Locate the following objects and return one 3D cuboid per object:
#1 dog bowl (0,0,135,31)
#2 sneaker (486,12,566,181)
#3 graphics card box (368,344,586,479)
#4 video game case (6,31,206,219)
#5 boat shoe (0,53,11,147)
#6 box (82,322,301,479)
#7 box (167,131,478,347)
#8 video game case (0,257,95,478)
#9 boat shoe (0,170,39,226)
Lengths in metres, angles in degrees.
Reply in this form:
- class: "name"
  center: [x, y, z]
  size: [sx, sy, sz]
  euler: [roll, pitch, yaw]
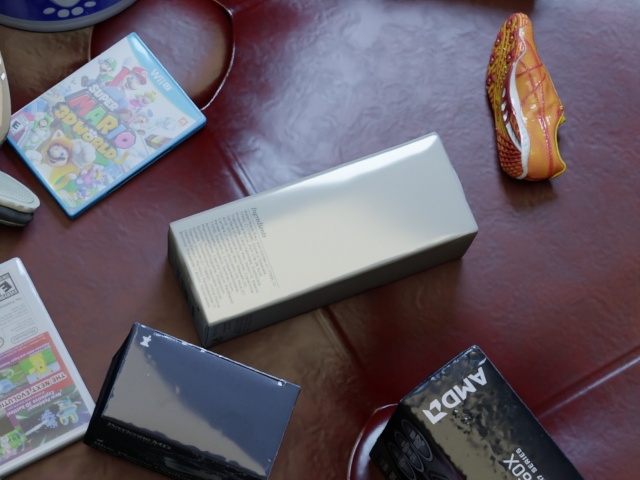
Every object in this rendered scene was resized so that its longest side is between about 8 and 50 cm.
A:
- class: "dog bowl"
  center: [-0.272, -0.346, 1.839]
  size: [0.265, 0.104, 0.265]
  euler: [1, 72, -5]
- class: "sneaker"
  center: [0.207, -0.141, 1.850]
  size: [0.067, 0.064, 0.175]
  euler: [2, 76, -26]
- class: "graphics card box"
  center: [0.197, 0.281, 1.612]
  size: [0.094, 0.233, 0.371]
  euler: [-35, 79, -14]
- class: "video game case"
  center: [-0.212, -0.113, 1.816]
  size: [0.166, 0.015, 0.119]
  euler: [-37, 79, -16]
- class: "boat shoe"
  center: [-0.374, -0.193, 1.785]
  size: [0.103, 0.092, 0.285]
  euler: [-31, 74, -9]
- class: "box"
  center: [-0.118, 0.155, 1.651]
  size: [0.156, 0.158, 0.093]
  euler: [22, 71, -7]
- class: "box"
  center: [0.000, 0.000, 1.758]
  size: [0.275, 0.094, 0.113]
  euler: [-18, 75, -11]
- class: "video game case"
  center: [-0.330, 0.137, 1.720]
  size: [0.201, 0.023, 0.183]
  euler: [-26, 76, -14]
- class: "boat shoe"
  center: [-0.383, -0.045, 1.758]
  size: [0.233, 0.084, 0.079]
  euler: [12, 109, -9]
